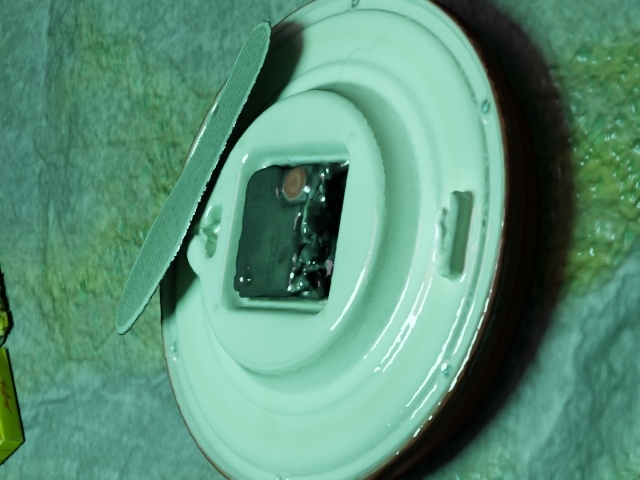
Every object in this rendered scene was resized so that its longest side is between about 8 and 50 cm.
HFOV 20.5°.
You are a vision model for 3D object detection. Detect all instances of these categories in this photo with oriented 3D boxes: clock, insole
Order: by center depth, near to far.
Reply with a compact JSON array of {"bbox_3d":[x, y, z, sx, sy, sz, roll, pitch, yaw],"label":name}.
[{"bbox_3d":[0.000,0.000,1.062,0.318,0.080,0.318,-16,68,46],"label":"clock"},{"bbox_3d":[-0.083,-0.037,1.131,0.232,0.003,0.080,-62,21,18],"label":"insole"}]

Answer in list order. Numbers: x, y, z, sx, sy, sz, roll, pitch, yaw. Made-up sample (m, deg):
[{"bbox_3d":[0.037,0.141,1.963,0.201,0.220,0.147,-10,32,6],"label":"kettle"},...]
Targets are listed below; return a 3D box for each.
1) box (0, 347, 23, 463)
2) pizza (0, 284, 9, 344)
[{"bbox_3d":[-0.289,0.159,1.405,0.155,0.023,0.087,-42,47,35],"label":"box"},{"bbox_3d":[-0.296,0.056,1.427,0.131,0.041,0.178,37,108,47],"label":"pizza"}]
